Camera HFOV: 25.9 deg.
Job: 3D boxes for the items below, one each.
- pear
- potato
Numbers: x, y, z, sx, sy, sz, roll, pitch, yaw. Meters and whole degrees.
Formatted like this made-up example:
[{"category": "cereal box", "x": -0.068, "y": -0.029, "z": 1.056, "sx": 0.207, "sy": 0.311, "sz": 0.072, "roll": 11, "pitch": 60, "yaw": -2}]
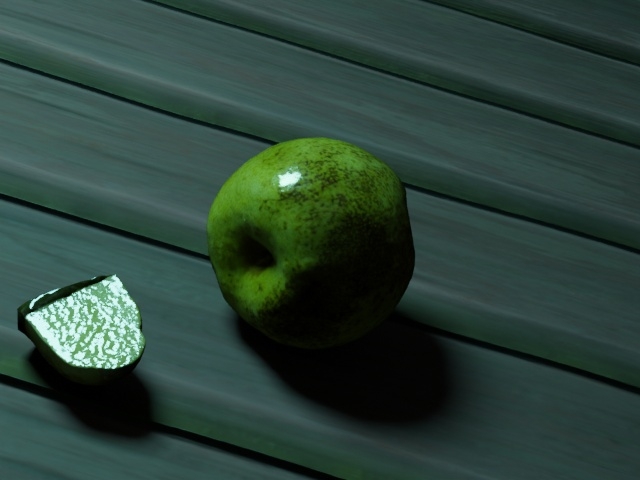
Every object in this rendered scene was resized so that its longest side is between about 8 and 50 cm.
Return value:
[{"category": "pear", "x": 0.000, "y": 0.000, "z": 1.307, "sx": 0.197, "sy": 0.197, "sz": 0.197, "roll": 11, "pitch": 35, "yaw": -8}, {"category": "potato", "x": -0.199, "y": 0.093, "z": 1.204, "sx": 0.096, "sy": 0.066, "sz": 0.103, "roll": -20, "pitch": 52, "yaw": -21}]
